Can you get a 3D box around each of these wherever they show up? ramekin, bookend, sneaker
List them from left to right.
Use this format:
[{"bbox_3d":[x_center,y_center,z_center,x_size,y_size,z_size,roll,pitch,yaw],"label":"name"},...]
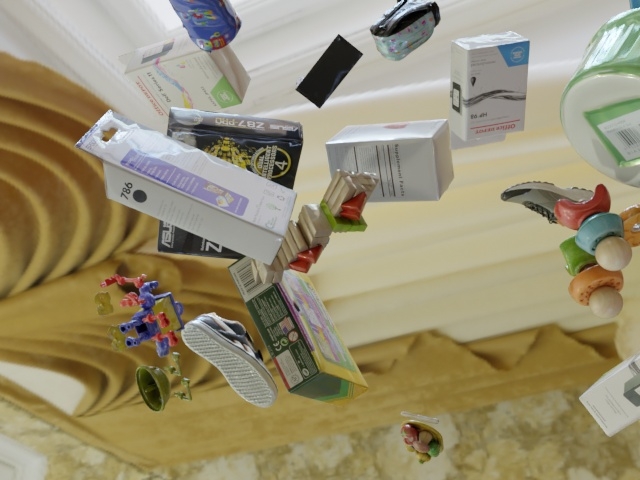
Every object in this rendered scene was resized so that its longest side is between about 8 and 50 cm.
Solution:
[{"bbox_3d":[-0.224,0.314,2.230,0.321,0.126,0.127,42,-147,6],"label":"sneaker"},{"bbox_3d":[0.019,-0.397,1.853,0.072,0.157,0.156,37,-163,-13],"label":"bookend"},{"bbox_3d":[0.634,-0.099,2.241,0.100,0.272,0.107,84,-164,-80],"label":"sneaker"},{"bbox_3d":[0.562,-0.228,1.380,0.148,0.303,0.303,-50,-50,-24],"label":"ramekin"}]

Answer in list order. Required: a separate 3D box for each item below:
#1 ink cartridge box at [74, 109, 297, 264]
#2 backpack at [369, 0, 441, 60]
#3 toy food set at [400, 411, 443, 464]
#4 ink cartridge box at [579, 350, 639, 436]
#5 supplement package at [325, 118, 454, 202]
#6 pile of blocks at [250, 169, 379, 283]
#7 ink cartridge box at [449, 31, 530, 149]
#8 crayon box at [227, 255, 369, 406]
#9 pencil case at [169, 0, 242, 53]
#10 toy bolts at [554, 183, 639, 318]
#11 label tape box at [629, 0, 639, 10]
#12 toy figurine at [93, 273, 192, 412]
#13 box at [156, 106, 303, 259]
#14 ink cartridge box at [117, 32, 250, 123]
[{"bbox_3d":[-0.205,-0.085,1.253,0.333,0.065,0.165,25,-151,-6],"label":"ink cartridge box"},{"bbox_3d":[0.229,-0.583,2.226,0.152,0.182,0.115,32,158,52],"label":"backpack"},{"bbox_3d":[0.281,0.582,2.327,0.217,0.128,0.071,74,-145,-47],"label":"toy food set"},{"bbox_3d":[0.760,0.310,1.855,0.198,0.273,0.114,-14,-116,-53],"label":"ink cartridge box"},{"bbox_3d":[0.188,-0.211,2.155,0.177,0.293,0.175,-47,-48,-58],"label":"supplement package"},{"bbox_3d":[0.000,0.000,1.782,0.149,0.362,0.112,27,-151,-47],"label":"pile of blocks"},{"bbox_3d":[0.256,-0.218,1.237,0.060,0.104,0.180,-123,25,-57],"label":"ink cartridge box"},{"bbox_3d":[-0.052,0.223,2.021,0.362,0.106,0.313,61,-169,27],"label":"crayon box"},{"bbox_3d":[-0.273,-0.529,1.745,0.306,0.133,0.119,55,-146,-69],"label":"pencil case"},{"bbox_3d":[0.536,0.017,1.452,0.228,0.218,0.158,52,-164,-47],"label":"toy bolts"},{"bbox_3d":[0.717,-0.424,1.499,0.348,0.249,0.115,9,-102,-60],"label":"label tape box"},{"bbox_3d":[-0.392,0.226,2.072,0.217,0.191,0.362,-33,-77,-61],"label":"toy figurine"},{"bbox_3d":[-0.230,-0.127,1.995,0.097,0.318,0.394,-94,15,-49],"label":"box"},{"bbox_3d":[-0.407,-0.458,2.306,0.207,0.354,0.119,55,-144,-42],"label":"ink cartridge box"}]
